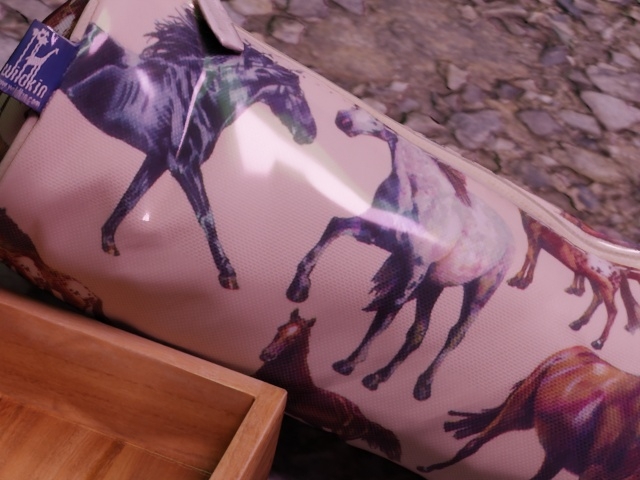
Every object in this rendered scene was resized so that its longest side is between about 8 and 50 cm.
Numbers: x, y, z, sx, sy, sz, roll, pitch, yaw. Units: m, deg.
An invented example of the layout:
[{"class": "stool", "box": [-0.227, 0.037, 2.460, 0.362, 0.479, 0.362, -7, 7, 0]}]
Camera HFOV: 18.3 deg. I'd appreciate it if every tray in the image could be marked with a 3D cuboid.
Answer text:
[{"class": "tray", "box": [-0.177, 0.169, 0.827, 0.203, 0.076, 0.411, 19, 34, 9]}]

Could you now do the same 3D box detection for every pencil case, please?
[{"class": "pencil case", "box": [0.025, 0.007, 1.003, 0.410, 0.183, 0.160, 28, 27, -8]}]
